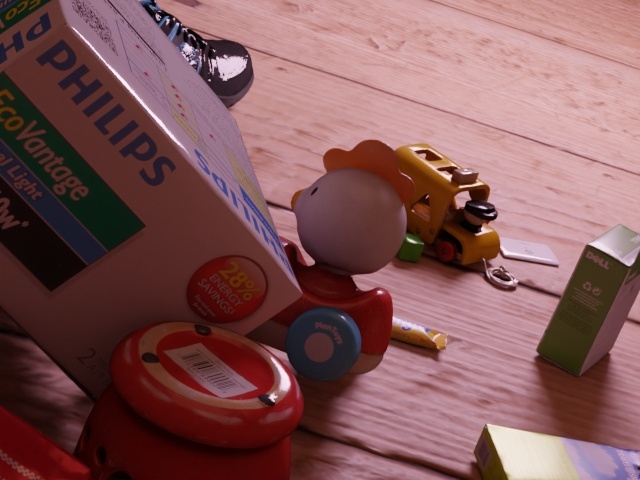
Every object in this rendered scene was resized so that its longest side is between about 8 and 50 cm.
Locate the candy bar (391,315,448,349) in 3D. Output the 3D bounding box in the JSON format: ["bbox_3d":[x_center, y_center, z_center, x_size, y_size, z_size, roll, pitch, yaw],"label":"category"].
[{"bbox_3d":[0.067,0.093,1.887,0.161,0.018,0.040,18,25,-3],"label":"candy bar"}]

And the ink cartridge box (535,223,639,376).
[{"bbox_3d":[0.336,0.046,1.938,0.062,0.209,0.109,31,28,20],"label":"ink cartridge box"}]

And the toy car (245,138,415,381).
[{"bbox_3d":[0.000,0.000,1.710,0.210,0.238,0.219,22,6,9],"label":"toy car"}]

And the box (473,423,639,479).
[{"bbox_3d":[0.253,0.244,1.679,0.178,0.042,0.109,11,27,-16],"label":"box"}]

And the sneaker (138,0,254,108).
[{"bbox_3d":[-0.205,-0.253,2.260,0.125,0.140,0.341,32,27,30],"label":"sneaker"}]

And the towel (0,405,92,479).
[{"bbox_3d":[-0.304,0.213,1.207,0.199,0.031,0.275,38,45,-6],"label":"towel"}]

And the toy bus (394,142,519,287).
[{"bbox_3d":[0.168,-0.047,2.136,0.202,0.104,0.191,15,26,-7],"label":"toy bus"}]

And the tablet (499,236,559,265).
[{"bbox_3d":[0.273,0.013,2.202,0.083,0.006,0.054,9,27,-19],"label":"tablet"}]

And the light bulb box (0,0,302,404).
[{"bbox_3d":[-0.232,-0.091,1.551,0.358,0.225,0.361,50,10,-32],"label":"light bulb box"}]

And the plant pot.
[{"bbox_3d":[-0.110,0.175,1.424,0.191,0.174,0.191,17,24,-8],"label":"plant pot"}]
